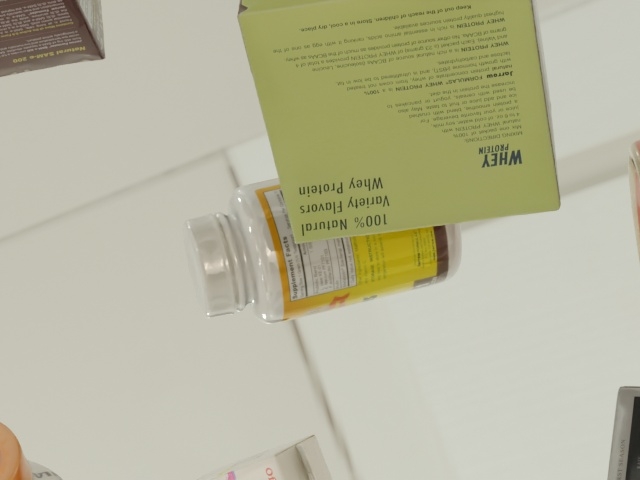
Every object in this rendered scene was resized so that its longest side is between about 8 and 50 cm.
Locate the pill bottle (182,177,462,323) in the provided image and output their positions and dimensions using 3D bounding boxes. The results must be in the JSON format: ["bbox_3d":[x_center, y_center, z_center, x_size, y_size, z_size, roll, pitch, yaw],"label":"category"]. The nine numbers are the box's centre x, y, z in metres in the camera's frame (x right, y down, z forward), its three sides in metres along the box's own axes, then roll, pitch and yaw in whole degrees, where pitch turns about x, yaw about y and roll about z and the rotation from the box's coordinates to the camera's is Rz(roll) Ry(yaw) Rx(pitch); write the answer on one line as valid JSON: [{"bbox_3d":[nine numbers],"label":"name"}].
[{"bbox_3d":[0.000,0.000,1.635,0.117,0.215,0.117,167,90,-79],"label":"pill bottle"}]

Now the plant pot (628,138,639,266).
[{"bbox_3d":[0.368,0.002,1.505,0.275,0.243,0.274,-9,-90,-84],"label":"plant pot"}]

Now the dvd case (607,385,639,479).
[{"bbox_3d":[0.339,0.204,1.558,0.029,0.239,0.179,38,-124,-55],"label":"dvd case"}]

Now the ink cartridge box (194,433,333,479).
[{"bbox_3d":[-0.050,0.256,1.938,0.090,0.143,0.092,-20,-92,-63],"label":"ink cartridge box"}]

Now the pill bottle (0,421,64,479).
[{"bbox_3d":[-0.189,0.217,1.176,0.130,0.130,0.245,-66,-27,-46],"label":"pill bottle"}]

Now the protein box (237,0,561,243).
[{"bbox_3d":[0.060,-0.127,1.426,0.136,0.200,0.201,-87,-14,-52],"label":"protein box"}]

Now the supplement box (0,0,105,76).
[{"bbox_3d":[-0.263,-0.225,1.559,0.239,0.130,0.073,71,-169,-58],"label":"supplement box"}]
